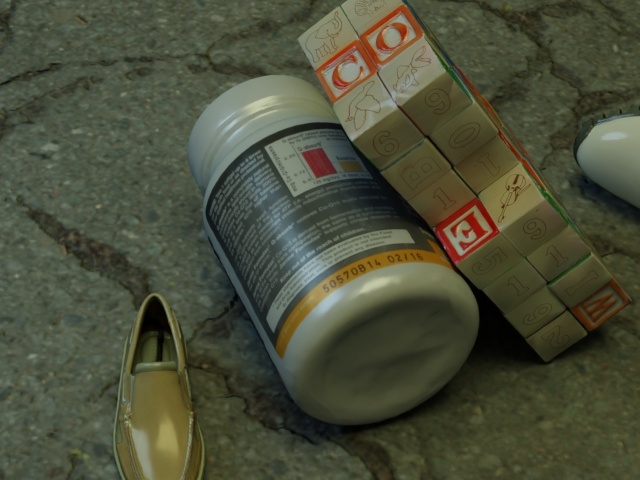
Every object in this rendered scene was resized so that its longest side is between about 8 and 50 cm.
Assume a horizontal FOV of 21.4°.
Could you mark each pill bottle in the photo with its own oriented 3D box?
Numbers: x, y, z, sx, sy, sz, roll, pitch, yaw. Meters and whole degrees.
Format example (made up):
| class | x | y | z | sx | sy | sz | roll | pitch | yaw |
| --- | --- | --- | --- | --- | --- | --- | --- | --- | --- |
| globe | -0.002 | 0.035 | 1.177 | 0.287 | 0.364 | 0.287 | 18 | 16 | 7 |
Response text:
| class | x | y | z | sx | sy | sz | roll | pitch | yaw |
| --- | --- | --- | --- | --- | --- | --- | --- | --- | --- |
| pill bottle | 0.000 | 0.000 | 1.357 | 0.162 | 0.162 | 0.278 | -14 | 47 | -18 |

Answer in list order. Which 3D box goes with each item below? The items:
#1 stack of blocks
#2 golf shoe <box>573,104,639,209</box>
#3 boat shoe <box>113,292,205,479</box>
| class | x | y | z | sx | sy | sz | roll | pitch | yaw |
| --- | --- | --- | --- | --- | --- | --- | --- | --- | --- |
| stack of blocks | 0.116 | -0.051 | 1.322 | 0.087 | 0.297 | 0.171 | -36 | 46 | 9 |
| golf shoe | 0.334 | -0.029 | 1.457 | 0.273 | 0.105 | 0.120 | 23 | 54 | 20 |
| boat shoe | -0.126 | 0.119 | 1.286 | 0.068 | 0.072 | 0.190 | -5 | 44 | -10 |
